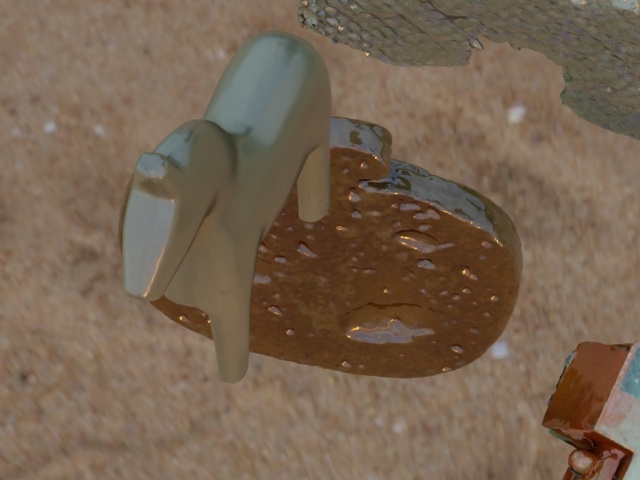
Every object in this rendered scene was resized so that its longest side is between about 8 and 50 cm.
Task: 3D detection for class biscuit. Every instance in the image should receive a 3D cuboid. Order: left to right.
[{"bbox_3d":[0.000,-0.001,1.791,0.367,0.314,0.063,13,47,1],"label":"biscuit"},{"bbox_3d":[0.106,-0.100,0.891,0.250,0.147,0.046,17,72,4],"label":"biscuit"}]

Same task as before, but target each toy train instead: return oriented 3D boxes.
[{"bbox_3d":[0.134,0.140,0.861,0.118,0.074,0.176,30,79,-11],"label":"toy train"}]

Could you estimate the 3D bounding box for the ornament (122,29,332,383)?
[{"bbox_3d":[-0.055,-0.025,1.150,0.061,0.245,0.230,16,55,14],"label":"ornament"}]
